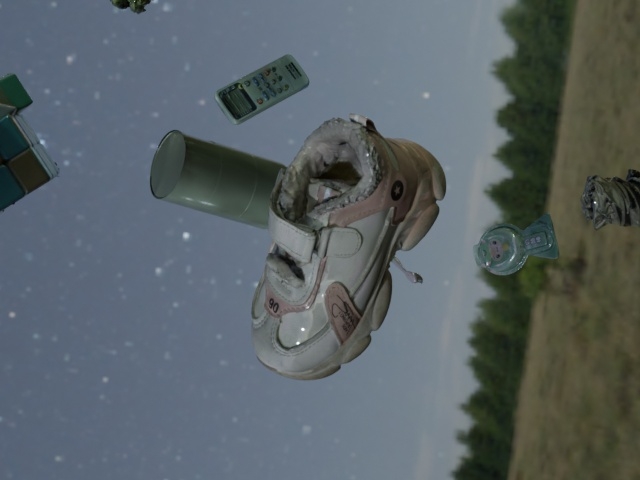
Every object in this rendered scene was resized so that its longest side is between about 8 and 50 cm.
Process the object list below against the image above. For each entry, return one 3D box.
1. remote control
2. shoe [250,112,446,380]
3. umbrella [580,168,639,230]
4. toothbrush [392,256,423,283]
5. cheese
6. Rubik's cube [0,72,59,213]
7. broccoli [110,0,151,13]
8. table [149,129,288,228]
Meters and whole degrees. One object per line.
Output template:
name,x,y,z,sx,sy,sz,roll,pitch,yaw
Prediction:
remote control,-0.073,-0.190,1.497,0.124,0.053,0.018,-31,-7,-25
shoe,-0.002,0.000,1.511,0.198,0.172,0.351,32,-94,-53
umbrella,0.621,-0.061,2.028,0.113,0.358,0.106,-101,19,-69
toothbrush,0.139,0.032,2.354,0.257,0.024,0.018,43,122,59
cheese,0.249,0.007,1.533,0.026,0.121,0.067,-3,-102,-52
Rubik's cube,-0.540,-0.147,1.883,0.213,0.224,0.265,57,176,-9
broccoli,-0.282,-0.397,1.705,0.304,0.145,0.165,-113,-2,-73
table,-0.173,-0.104,2.091,0.126,0.220,0.126,-26,56,48
